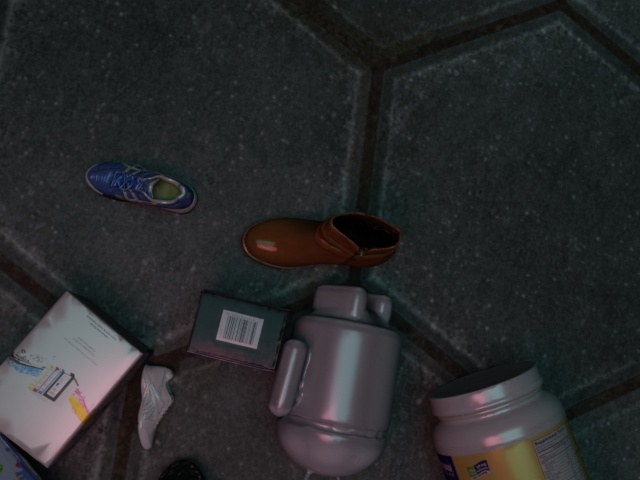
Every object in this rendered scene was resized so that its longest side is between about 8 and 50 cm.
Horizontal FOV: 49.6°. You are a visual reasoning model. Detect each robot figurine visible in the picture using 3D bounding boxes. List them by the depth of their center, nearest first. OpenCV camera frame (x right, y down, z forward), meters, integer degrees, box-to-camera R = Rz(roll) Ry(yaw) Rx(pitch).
[{"bbox_3d":[0.033,0.260,1.234,0.299,0.199,0.354,20,76,-39],"label":"robot figurine"}]

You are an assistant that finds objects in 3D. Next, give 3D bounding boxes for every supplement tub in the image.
[{"bbox_3d":[0.343,0.406,1.235,0.240,0.241,0.332,-18,84,-10],"label":"supplement tub"}]

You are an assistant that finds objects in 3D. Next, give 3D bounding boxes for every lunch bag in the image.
[{"bbox_3d":[-0.538,0.390,1.152,0.219,0.176,0.090,47,57,3],"label":"lunch bag"}]

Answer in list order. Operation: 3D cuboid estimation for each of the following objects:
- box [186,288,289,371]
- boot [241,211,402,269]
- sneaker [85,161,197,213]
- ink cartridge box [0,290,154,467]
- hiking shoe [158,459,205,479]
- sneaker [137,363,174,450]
[{"bbox_3d":[-0.145,0.159,1.221,0.153,0.207,0.108,14,80,-4],"label":"box"},{"bbox_3d":[0.000,0.000,1.257,0.283,0.220,0.109,12,80,-6],"label":"boot"},{"bbox_3d":[-0.336,-0.108,1.299,0.211,0.081,0.080,11,82,-5],"label":"sneaker"},{"bbox_3d":[-0.433,0.233,1.189,0.168,0.171,0.233,40,79,-1],"label":"ink cartridge box"},{"bbox_3d":[-0.221,0.541,1.205,0.113,0.132,0.304,-15,61,-5],"label":"hiking shoe"},{"bbox_3d":[-0.299,0.303,1.257,0.061,0.053,0.152,5,80,-10],"label":"sneaker"}]
